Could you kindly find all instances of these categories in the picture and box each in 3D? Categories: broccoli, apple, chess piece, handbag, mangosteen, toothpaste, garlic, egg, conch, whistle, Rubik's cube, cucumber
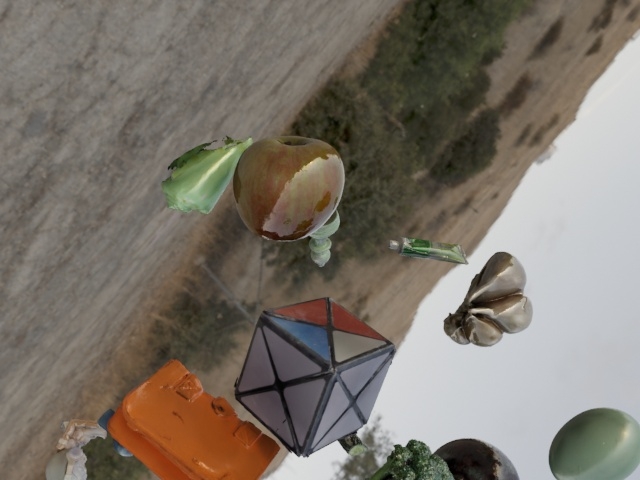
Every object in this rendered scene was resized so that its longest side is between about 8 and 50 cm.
[{"bbox_3d":[0.214,0.650,1.674,0.270,0.270,0.270,-13,-171,14],"label":"broccoli"},{"bbox_3d":[-0.072,-0.119,1.523,0.257,0.257,0.234,-47,143,-73],"label":"apple"},{"bbox_3d":[0.000,0.000,2.328,0.139,0.139,0.272,-50,153,-32],"label":"chess piece"},{"bbox_3d":[-0.334,0.525,1.774,0.116,0.410,0.303,-56,172,26],"label":"handbag"},{"bbox_3d":[0.431,0.700,1.877,0.288,0.288,0.288,-50,179,-1],"label":"mangosteen"},{"bbox_3d":[0.301,0.025,1.849,0.078,0.248,0.047,-101,-152,-42],"label":"toothpaste"},{"bbox_3d":[0.401,0.150,1.617,0.237,0.210,0.292,-18,172,-2],"label":"garlic"},{"bbox_3d":[0.639,0.486,1.535,0.231,0.168,0.168,-39,-178,15],"label":"egg"},{"bbox_3d":[-0.291,-0.171,1.618,0.143,0.137,0.251,-11,-131,59],"label":"conch"},{"bbox_3d":[-0.550,0.548,1.844,0.090,0.158,0.090,-51,171,-11],"label":"whistle"},{"bbox_3d":[-0.019,0.368,1.846,0.307,0.305,0.310,-7,122,-50],"label":"Rubik's cube"},{"bbox_3d":[0.068,0.687,2.438,0.077,0.265,0.077,-28,146,-21],"label":"cucumber"}]

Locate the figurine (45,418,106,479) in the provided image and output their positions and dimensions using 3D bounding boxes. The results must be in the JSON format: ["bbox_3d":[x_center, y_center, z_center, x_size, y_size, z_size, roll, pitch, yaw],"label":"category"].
[{"bbox_3d":[-0.742,0.661,1.986,0.237,0.141,0.162,-87,-160,-44],"label":"figurine"}]
